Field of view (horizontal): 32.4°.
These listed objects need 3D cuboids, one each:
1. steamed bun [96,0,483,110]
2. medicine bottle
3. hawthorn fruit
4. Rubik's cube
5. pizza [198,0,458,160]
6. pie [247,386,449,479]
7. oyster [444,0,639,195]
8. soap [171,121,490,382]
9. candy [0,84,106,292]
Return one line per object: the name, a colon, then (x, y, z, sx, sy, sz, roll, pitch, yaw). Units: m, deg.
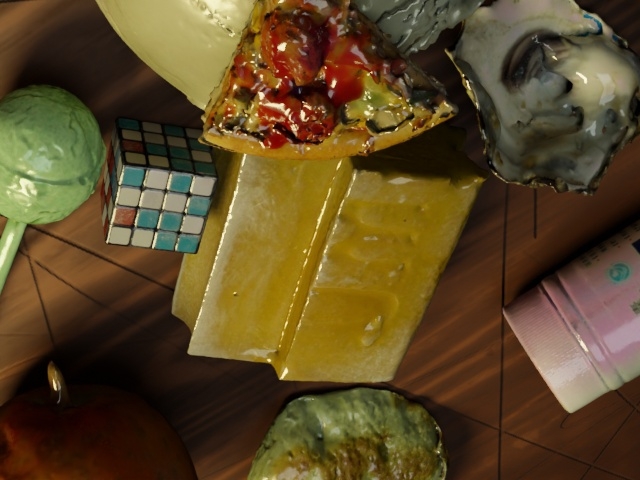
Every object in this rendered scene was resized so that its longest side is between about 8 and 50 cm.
steamed bun: (-0.036, -0.253, 0.869, 0.334, 0.233, 0.312, -42, 126, 13)
medicine bottle: (0.353, 0.072, 1.262, 0.254, 0.152, 0.152, -34, 127, 8)
hawthorn fruit: (-0.259, 0.260, 1.166, 0.277, 0.277, 0.298, -9, 107, -10)
Rubik's cube: (-0.157, -0.053, 1.062, 0.092, 0.092, 0.092, 7, 122, -20)
pizza: (-0.013, -0.121, 0.802, 0.201, 0.053, 0.193, -9, 140, 15)
pie: (0.037, 0.301, 1.377, 0.274, 0.105, 0.257, 20, 102, -30)
oyster: (0.223, -0.152, 1.097, 0.214, 0.083, 0.223, -38, 105, -26)
soap: (0.000, 0.000, 1.124, 0.259, 0.143, 0.281, 7, 127, -16)
candy: (-0.317, 0.035, 1.088, 0.119, 0.119, 0.440, 12, 127, -23)
